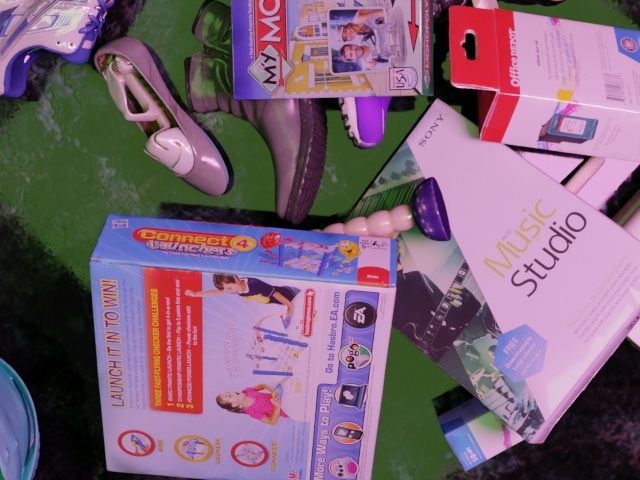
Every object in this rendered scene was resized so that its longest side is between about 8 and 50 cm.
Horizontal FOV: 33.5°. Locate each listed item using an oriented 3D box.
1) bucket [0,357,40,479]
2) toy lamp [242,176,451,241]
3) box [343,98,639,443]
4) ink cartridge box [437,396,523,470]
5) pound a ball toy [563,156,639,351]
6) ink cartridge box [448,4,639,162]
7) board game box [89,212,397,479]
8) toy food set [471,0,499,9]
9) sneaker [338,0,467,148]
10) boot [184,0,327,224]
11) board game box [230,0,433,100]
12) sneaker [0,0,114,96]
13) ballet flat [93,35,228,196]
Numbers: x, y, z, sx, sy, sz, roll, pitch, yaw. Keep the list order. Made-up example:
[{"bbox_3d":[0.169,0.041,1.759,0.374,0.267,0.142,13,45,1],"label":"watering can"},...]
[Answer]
[{"bbox_3d":[-0.454,0.245,1.187,0.281,0.183,0.281,0,95,1],"label":"bucket"},{"bbox_3d":[0.000,0.000,1.149,0.275,0.080,0.080,-14,94,14],"label":"toy lamp"},{"bbox_3d":[0.179,0.026,1.144,0.322,0.058,0.232,40,98,28],"label":"box"},{"bbox_3d":[0.202,0.203,1.214,0.122,0.088,0.052,-30,93,3],"label":"ink cartridge box"},{"bbox_3d":[0.364,-0.020,1.171,0.208,0.136,0.319,43,94,-2],"label":"pound a ball toy"},{"bbox_3d":[0.244,-0.171,1.148,0.231,0.078,0.134,8,51,-4],"label":"ink cartridge box"},{"bbox_3d":[-0.082,0.129,1.146,0.302,0.086,0.308,6,126,1],"label":"board game box"},{"bbox_3d":[0.243,-0.330,1.191,0.192,0.038,0.132,-19,97,-5],"label":"toy food set"},{"bbox_3d":[0.090,-0.248,1.175,0.146,0.102,0.293,1,94,0],"label":"sneaker"},{"bbox_3d":[-0.075,-0.147,1.212,0.161,0.083,0.246,6,95,13],"label":"boot"},{"bbox_3d":[0.009,-0.305,1.092,0.213,0.046,0.317,1,98,23],"label":"board game box"},{"bbox_3d":[-0.268,-0.268,1.182,0.296,0.112,0.131,-29,92,14],"label":"sneaker"},{"bbox_3d":[-0.187,-0.132,1.203,0.072,0.068,0.213,-33,91,41],"label":"ballet flat"}]
